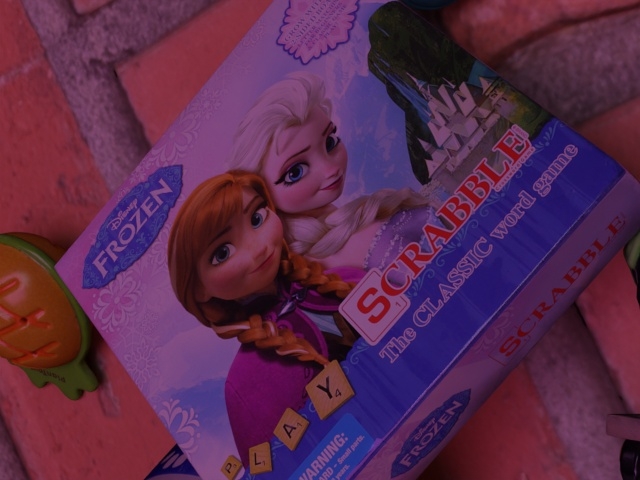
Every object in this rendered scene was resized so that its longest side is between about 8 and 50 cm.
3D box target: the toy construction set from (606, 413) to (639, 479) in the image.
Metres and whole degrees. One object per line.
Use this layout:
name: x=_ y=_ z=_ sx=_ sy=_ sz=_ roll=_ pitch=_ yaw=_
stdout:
toy construction set: x=0.306 y=0.197 z=0.709 sx=0.308 sy=0.257 sz=0.237 roll=4 pitch=80 yaw=-2

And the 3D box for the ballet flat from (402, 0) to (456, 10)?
ballet flat: x=0.160 y=-0.288 z=0.752 sx=0.342 sy=0.116 sz=0.124 roll=-33 pitch=64 yaw=33

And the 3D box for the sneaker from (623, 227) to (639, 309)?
sneaker: x=0.393 y=0.083 z=0.629 sx=0.482 sy=0.202 sz=0.185 roll=15 pitch=107 yaw=25

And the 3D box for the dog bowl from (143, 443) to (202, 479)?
dog bowl: x=-0.025 y=0.256 z=0.882 sx=0.264 sy=0.104 sz=0.265 roll=22 pitch=137 yaw=22

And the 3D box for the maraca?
maraca: x=-0.255 y=0.070 z=1.040 sx=0.127 sy=0.099 sz=0.186 roll=17 pitch=133 yaw=27

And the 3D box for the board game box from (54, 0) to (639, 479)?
board game box: x=0.000 y=0.000 z=0.784 sx=0.319 sy=0.066 sz=0.318 roll=-50 pitch=51 yaw=6
